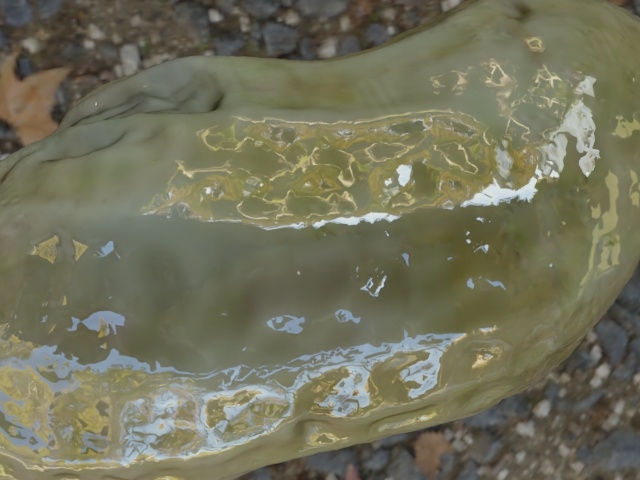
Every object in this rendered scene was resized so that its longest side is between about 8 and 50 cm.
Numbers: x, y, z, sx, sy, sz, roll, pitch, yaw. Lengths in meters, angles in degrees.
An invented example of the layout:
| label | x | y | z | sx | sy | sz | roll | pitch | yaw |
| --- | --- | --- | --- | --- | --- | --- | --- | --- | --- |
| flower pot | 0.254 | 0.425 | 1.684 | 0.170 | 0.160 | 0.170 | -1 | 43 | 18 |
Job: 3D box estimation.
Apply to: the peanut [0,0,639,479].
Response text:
| label | x | y | z | sx | sy | sz | roll | pitch | yaw |
| --- | --- | --- | --- | --- | --- | --- | --- | --- | --- |
| peanut | 0.001 | 0.005 | 0.521 | 0.340 | 0.174 | 0.158 | -10 | 125 | -10 |
